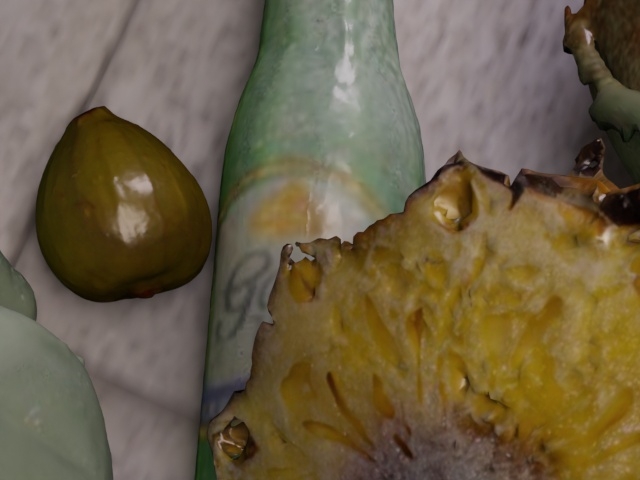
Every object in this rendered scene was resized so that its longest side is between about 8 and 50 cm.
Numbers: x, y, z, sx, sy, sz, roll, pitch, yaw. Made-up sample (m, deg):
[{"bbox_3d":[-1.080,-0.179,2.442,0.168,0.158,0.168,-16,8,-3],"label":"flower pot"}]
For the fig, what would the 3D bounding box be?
[{"bbox_3d":[-0.087,-0.016,0.768,0.074,0.074,0.088,-16,74,-19],"label":"fig"}]

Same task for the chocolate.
[{"bbox_3d":[0.000,0.000,0.781,0.110,0.110,0.291,5,79,-17],"label":"chocolate"}]

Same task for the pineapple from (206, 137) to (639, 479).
[{"bbox_3d":[0.140,0.100,0.688,0.272,0.262,0.262,8,79,-49],"label":"pineapple"}]

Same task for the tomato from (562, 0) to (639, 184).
[{"bbox_3d":[0.250,-0.081,0.777,0.239,0.303,0.303,-42,97,14],"label":"tomato"}]

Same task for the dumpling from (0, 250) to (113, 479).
[{"bbox_3d":[-0.154,0.099,0.700,0.153,0.108,0.219,23,58,-52],"label":"dumpling"}]
